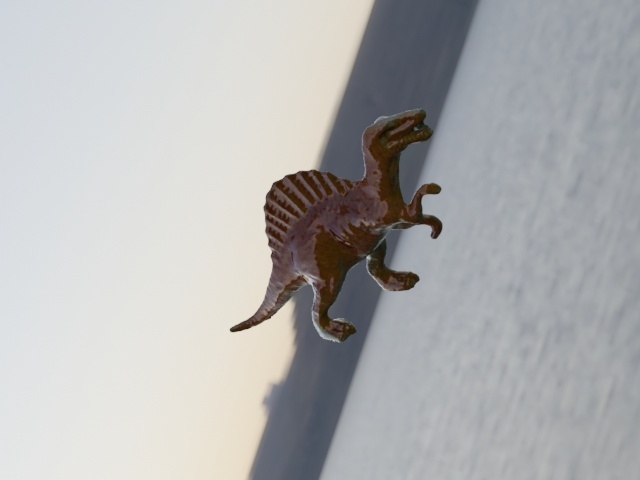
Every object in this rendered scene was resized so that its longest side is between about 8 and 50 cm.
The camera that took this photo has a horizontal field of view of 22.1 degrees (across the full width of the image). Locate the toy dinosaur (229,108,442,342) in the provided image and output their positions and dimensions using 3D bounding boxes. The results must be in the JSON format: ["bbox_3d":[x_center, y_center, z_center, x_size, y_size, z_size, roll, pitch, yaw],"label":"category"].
[{"bbox_3d":[0.001,0.000,1.164,0.057,0.212,0.142,-88,-27,-56],"label":"toy dinosaur"}]
